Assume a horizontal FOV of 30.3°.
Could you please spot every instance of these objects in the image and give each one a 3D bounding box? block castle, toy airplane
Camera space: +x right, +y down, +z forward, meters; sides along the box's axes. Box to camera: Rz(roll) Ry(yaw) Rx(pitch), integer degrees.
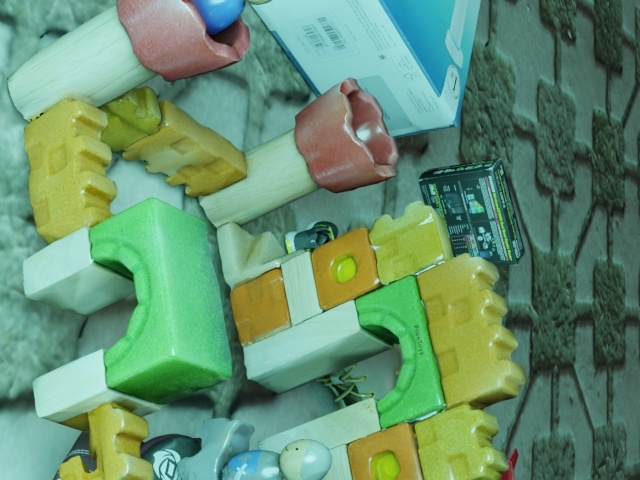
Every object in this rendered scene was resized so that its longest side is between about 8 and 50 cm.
[{"bbox_3d":[-0.016,0.060,0.770,0.303,0.213,0.453,31,41,-53],"label":"block castle"},{"bbox_3d":[0.233,0.320,1.450,0.151,0.028,0.151,17,70,-57],"label":"toy airplane"}]

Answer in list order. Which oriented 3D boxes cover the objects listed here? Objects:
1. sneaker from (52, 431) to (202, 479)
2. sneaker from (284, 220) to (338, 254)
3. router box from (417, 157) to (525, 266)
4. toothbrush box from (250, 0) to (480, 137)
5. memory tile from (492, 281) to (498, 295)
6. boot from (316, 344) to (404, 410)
[{"bbox_3d":[-0.090,0.227,0.826,0.281,0.106,0.162,56,36,-38],"label":"sneaker"},{"bbox_3d":[0.000,0.000,1.099,0.083,0.035,0.031,-26,107,-59],"label":"sneaker"},{"bbox_3d":[0.174,-0.028,1.356,0.038,0.092,0.122,-45,123,-54],"label":"router box"},{"bbox_3d":[0.064,-0.280,1.181,0.216,0.126,0.295,50,44,-43],"label":"toothbrush box"},{"bbox_3d":[0.201,0.099,1.458,0.113,0.012,0.148,4,81,-60],"label":"memory tile"},{"bbox_3d":[0.023,0.130,1.072,0.165,0.077,0.213,29,54,-56],"label":"boot"}]
